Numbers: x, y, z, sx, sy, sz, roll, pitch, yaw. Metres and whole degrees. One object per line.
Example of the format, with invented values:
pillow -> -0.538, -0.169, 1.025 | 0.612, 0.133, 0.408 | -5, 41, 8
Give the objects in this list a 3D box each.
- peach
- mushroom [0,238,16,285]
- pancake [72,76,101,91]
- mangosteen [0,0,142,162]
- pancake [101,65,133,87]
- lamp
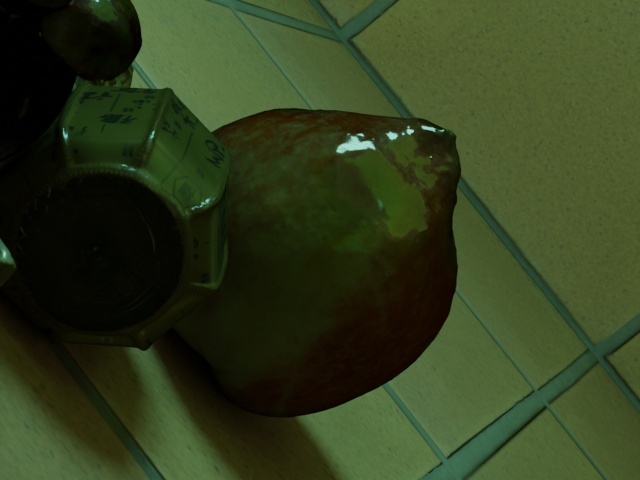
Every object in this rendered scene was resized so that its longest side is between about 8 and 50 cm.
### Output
peach -> 0.000, 0.000, 1.428 | 0.232, 0.256, 0.232 | 45, 10, -10
mushroom -> -0.231, -0.066, 1.023 | 0.225, 0.116, 0.093 | 54, 29, -35
pancake -> -0.270, -0.218, 1.366 | 0.427, 0.067, 0.305 | 55, 28, -41
mangosteen -> -0.225, -0.137, 1.140 | 0.210, 0.210, 0.210 | 47, 12, -13
pancake -> -0.267, -0.201, 1.603 | 0.244, 0.057, 0.266 | 42, 7, 2
lamp -> -0.133, -0.018, 1.242 | 0.161, 0.161, 0.185 | 47, 10, -15
